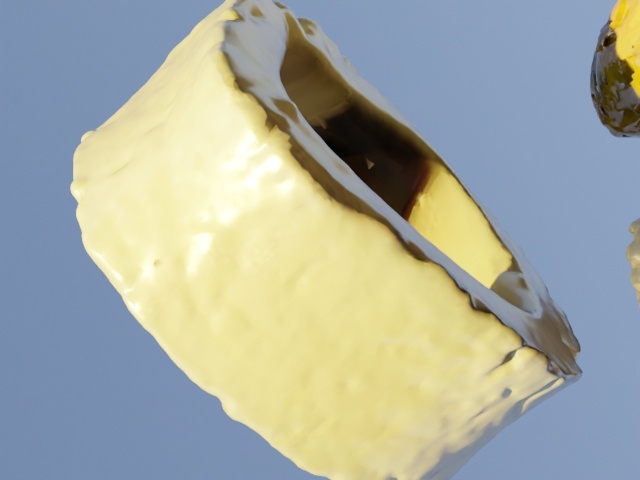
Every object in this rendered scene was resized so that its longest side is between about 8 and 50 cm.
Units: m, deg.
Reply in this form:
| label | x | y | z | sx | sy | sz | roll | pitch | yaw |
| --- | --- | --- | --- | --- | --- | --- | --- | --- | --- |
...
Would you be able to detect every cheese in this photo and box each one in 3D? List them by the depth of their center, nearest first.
| label | x | y | z | sx | sy | sz | roll | pitch | yaw |
| --- | --- | --- | --- | --- | --- | --- | --- | --- | --- |
| cheese | -0.003 | 0.000 | 1.102 | 0.332 | 0.153 | 0.292 | 39 | -163 | -38 |

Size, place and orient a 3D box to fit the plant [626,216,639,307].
| label | x | y | z | sx | sy | sz | roll | pitch | yaw |
| --- | --- | --- | --- | --- | --- | --- | --- | --- | --- |
| plant | 0.383 | 0.005 | 1.470 | 0.164 | 0.256 | 0.142 | 54 | -147 | -31 |

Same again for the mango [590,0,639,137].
| label | x | y | z | sx | sy | sz | roll | pitch | yaw |
| --- | --- | --- | --- | --- | --- | --- | --- | --- | --- |
| mango | 0.281 | -0.137 | 1.133 | 0.249 | 0.156 | 0.151 | -29 | -135 | -15 |
